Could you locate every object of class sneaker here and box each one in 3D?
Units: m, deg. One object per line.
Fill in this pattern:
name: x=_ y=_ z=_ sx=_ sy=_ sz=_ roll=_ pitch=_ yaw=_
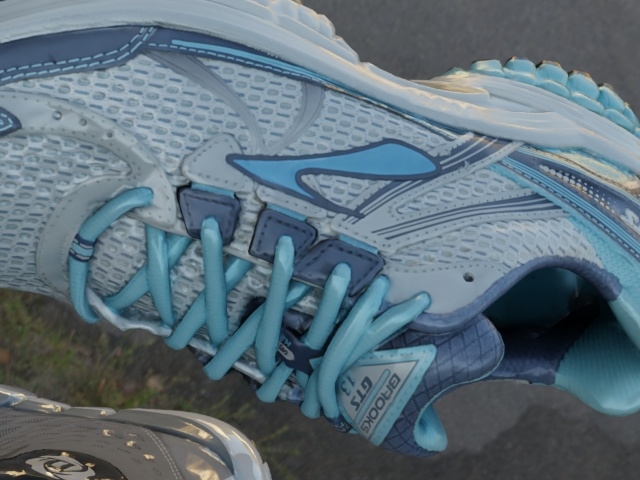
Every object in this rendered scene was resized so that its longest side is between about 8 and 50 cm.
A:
sneaker: x=0.000 y=0.000 z=0.379 sx=0.283 sy=0.110 sz=0.122 roll=2 pitch=52 yaw=-23
sneaker: x=-0.141 y=0.093 z=0.440 sx=0.228 sy=0.132 sz=0.086 roll=-2 pitch=90 yaw=17
